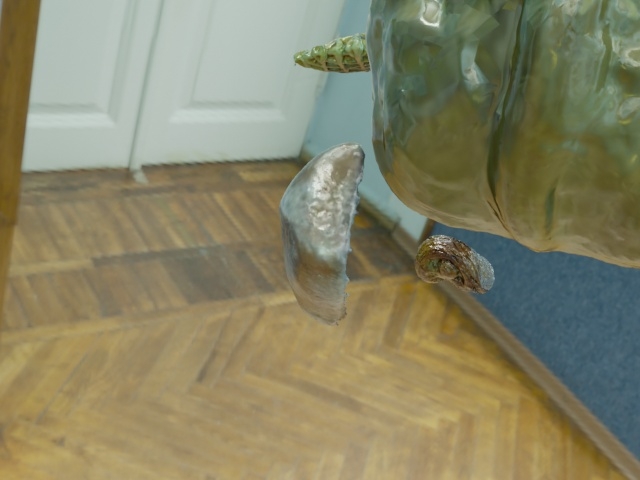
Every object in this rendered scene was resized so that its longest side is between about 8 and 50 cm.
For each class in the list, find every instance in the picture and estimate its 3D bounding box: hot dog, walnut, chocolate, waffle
[{"bbox_3d":[0.187,0.035,1.303,0.099,0.065,0.147,12,-8,24],"label":"hot dog"},{"bbox_3d":[0.170,-0.125,0.585,0.282,0.277,0.253,12,12,-2],"label":"walnut"},{"bbox_3d":[0.000,0.000,1.173,0.100,0.303,0.185,3,76,2],"label":"chocolate"},{"bbox_3d":[0.072,-0.313,1.570,0.214,0.054,0.207,-8,3,-37],"label":"waffle"}]
